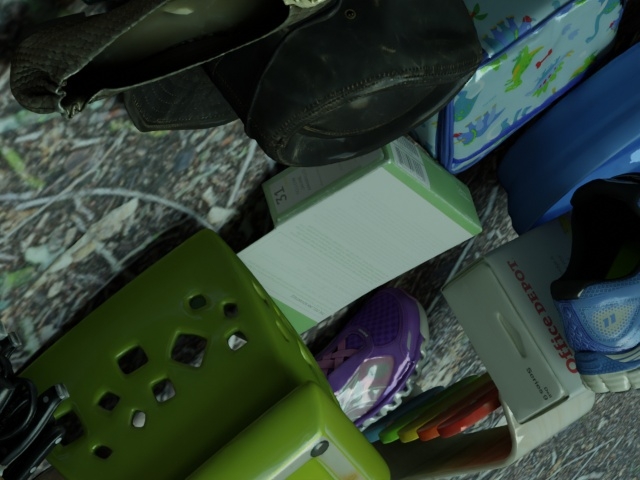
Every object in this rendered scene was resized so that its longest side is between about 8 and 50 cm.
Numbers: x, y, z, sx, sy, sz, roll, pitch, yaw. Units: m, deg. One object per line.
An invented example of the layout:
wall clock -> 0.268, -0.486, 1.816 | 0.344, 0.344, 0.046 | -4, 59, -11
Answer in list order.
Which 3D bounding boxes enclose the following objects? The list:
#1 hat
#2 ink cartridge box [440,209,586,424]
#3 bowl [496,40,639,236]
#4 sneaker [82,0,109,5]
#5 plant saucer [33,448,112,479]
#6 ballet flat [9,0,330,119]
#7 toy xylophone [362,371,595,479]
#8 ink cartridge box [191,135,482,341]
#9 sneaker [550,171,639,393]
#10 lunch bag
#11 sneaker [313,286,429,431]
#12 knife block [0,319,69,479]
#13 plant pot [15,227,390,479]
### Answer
hat -> 0.026, -0.140, 1.357 | 0.331, 0.134, 0.331 | -34, 165, -11
ink cartridge box -> 0.243, 0.058, 1.801 | 0.212, 0.154, 0.093 | -25, 170, -36
bowl -> 0.340, -0.135, 1.834 | 0.391, 0.077, 0.391 | -31, 169, -6
sneaker -> -0.097, -0.196, 1.265 | 0.161, 0.057, 0.075 | -24, 163, -41
plant saucer -> -0.233, 0.259, 1.716 | 0.168, 0.029, 0.168 | -35, 151, -23
ballet flat -> -0.087, -0.136, 1.206 | 0.250, 0.058, 0.084 | -19, 135, 14
toy xylophone -> 0.133, 0.192, 1.927 | 0.236, 0.081, 0.323 | -29, -177, -41
ink cartridge box -> 0.000, 0.000, 1.644 | 0.235, 0.056, 0.171 | -29, 147, 20
sneaker -> 0.314, -0.017, 1.715 | 0.330, 0.130, 0.147 | -50, 118, -35
lunch bag -> 0.166, -0.167, 1.649 | 0.219, 0.090, 0.176 | -36, 158, -19
sneaker -> 0.010, 0.142, 1.857 | 0.104, 0.095, 0.236 | 29, 100, -47
knife block -> -0.319, 0.184, 1.417 | 0.276, 0.088, 0.242 | -30, 149, -29
plant pot -> -0.086, 0.168, 1.555 | 0.227, 0.207, 0.228 | -40, 146, -3
